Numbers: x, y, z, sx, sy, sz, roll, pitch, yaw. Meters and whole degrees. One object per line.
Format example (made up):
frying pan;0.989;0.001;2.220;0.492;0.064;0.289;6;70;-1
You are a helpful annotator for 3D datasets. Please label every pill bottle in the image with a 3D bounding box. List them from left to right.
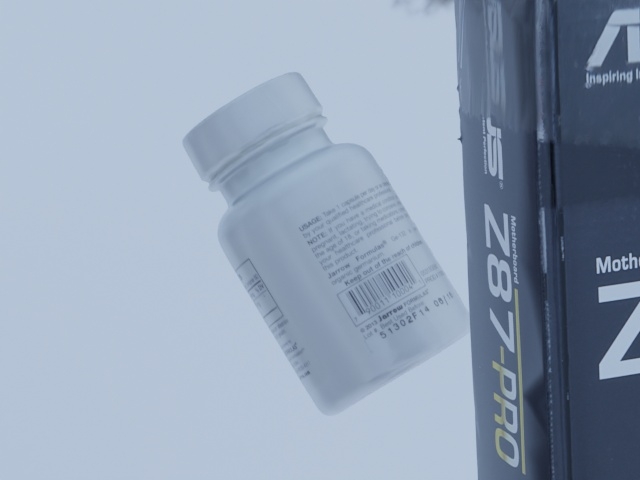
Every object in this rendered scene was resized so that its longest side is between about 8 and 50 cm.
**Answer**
pill bottle;0.000;0.000;1.347;0.131;0.131;0.229;-27;-96;-41

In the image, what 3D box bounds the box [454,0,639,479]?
box;0.262;0.021;0.850;0.395;0.097;0.318;-7;-78;-18
